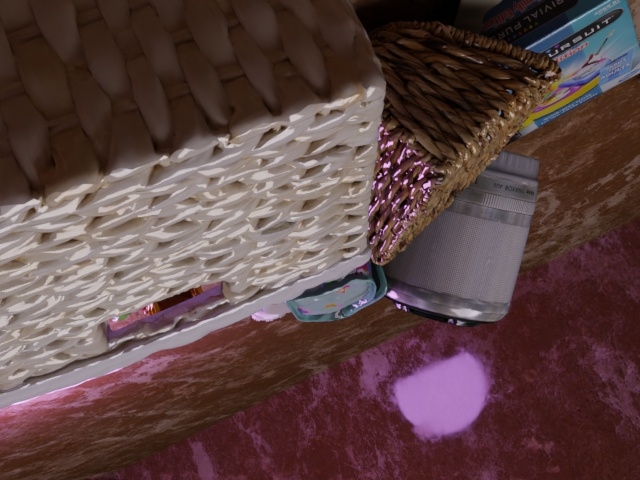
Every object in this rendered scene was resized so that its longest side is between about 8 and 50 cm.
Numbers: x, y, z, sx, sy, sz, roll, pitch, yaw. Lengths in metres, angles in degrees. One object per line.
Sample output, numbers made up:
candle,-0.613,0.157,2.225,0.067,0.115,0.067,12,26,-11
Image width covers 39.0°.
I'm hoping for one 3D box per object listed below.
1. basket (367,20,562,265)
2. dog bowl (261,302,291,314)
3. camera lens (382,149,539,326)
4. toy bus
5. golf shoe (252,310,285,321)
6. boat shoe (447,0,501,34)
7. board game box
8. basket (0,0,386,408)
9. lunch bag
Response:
basket,0.105,-0.148,1.112,0.223,0.213,0.299,-42,171,-22
dog bowl,-0.009,0.039,1.708,0.265,0.104,0.265,-22,165,-6
camera lens,0.213,-0.015,1.422,0.219,0.274,0.219,13,-174,-1
toy bus,-0.263,0.126,1.626,0.191,0.104,0.202,-31,162,26
golf shoe,-0.076,0.114,1.972,0.176,0.069,0.086,-23,145,-13
boat shoe,0.180,-0.281,1.047,0.049,0.042,0.133,1,159,-10
board game box,0.306,-0.249,1.258,0.254,0.079,0.336,-29,164,19
basket,-0.161,-0.111,0.609,0.328,0.331,0.266,-20,158,-12
lunch bag,0.000,0.000,1.369,0.160,0.223,0.262,-17,165,4
